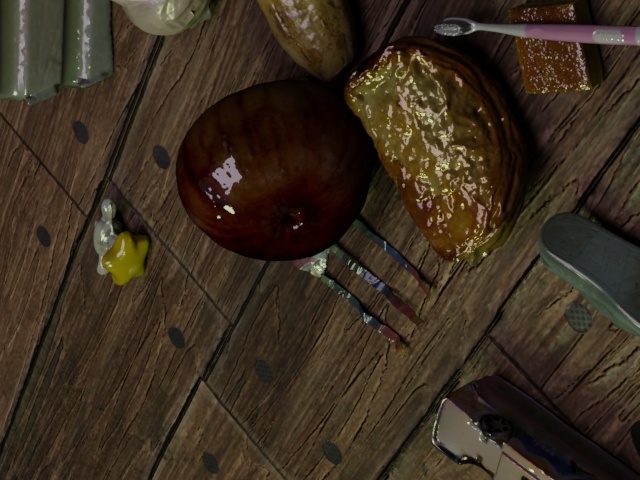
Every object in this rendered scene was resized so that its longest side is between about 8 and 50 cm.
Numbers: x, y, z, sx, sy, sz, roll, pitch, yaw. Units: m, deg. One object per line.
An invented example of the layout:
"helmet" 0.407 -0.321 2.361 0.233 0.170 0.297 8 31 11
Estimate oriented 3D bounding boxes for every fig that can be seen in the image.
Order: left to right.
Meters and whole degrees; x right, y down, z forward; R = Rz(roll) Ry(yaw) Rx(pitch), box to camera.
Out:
"fig" -0.054 -0.086 1.804 0.214 0.235 0.235 40 135 42

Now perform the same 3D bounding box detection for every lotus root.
"lotus root" -0.031 -0.309 1.764 0.110 0.097 0.258 -19 99 47

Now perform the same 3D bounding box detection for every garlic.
"garlic" -0.228 -0.374 1.908 0.178 0.143 0.229 -10 93 50

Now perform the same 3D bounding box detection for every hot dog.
"hot dog" 0.139 -0.103 1.675 0.175 0.114 0.259 -32 87 45

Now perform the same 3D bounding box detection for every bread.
"bread" 0.245 -0.203 1.566 0.090 0.035 0.094 1 110 47

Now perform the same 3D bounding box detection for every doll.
"doll" -0.313 0.013 2.256 0.113 0.071 0.135 60 145 17

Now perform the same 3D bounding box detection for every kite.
"kite" 0.003 -0.001 1.943 0.360 0.022 0.204 44 133 23

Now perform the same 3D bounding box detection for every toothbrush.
"toothbrush" 0.228 -0.212 1.531 0.286 0.025 0.020 11 118 44

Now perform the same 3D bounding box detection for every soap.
"soap" -0.476 -0.404 2.018 0.213 0.350 0.435 35 131 41

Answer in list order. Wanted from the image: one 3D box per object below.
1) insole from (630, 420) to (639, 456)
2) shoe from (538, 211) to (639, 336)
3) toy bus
"insole" 0.395 0.265 1.670 0.152 0.002 0.053 52 138 15
"shoe" 0.317 0.045 1.604 0.195 0.079 0.078 36 168 19
"toy bus" 0.261 0.263 1.728 0.274 0.112 0.090 36 132 30
